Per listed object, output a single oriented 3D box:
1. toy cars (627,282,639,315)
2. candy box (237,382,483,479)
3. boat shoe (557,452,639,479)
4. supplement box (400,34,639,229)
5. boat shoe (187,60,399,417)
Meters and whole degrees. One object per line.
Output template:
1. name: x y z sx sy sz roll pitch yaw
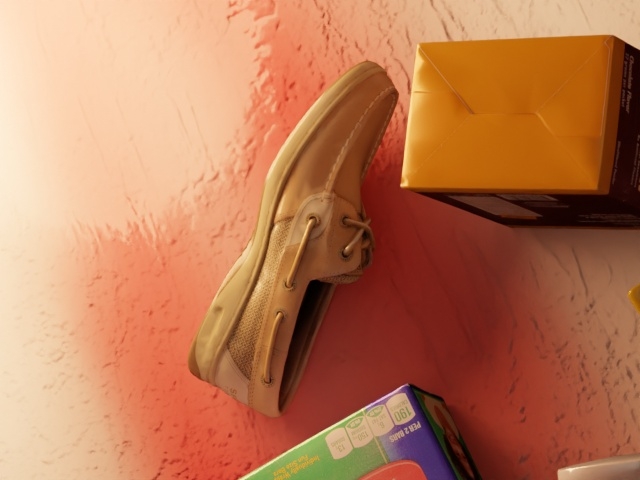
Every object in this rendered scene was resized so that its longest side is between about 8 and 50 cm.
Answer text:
1. toy cars: 0.333 0.128 1.678 0.177 0.087 0.393 17 92 12
2. candy box: 0.050 0.330 1.733 0.268 0.122 0.317 -31 72 14
3. boat shoe: 0.310 0.209 1.600 0.229 0.080 0.076 -5 86 4
4. supplement box: 0.206 -0.088 1.687 0.191 0.194 0.129 2 81 36
5. boat shoe: 0.000 0.000 1.822 0.110 0.122 0.341 30 103 19
